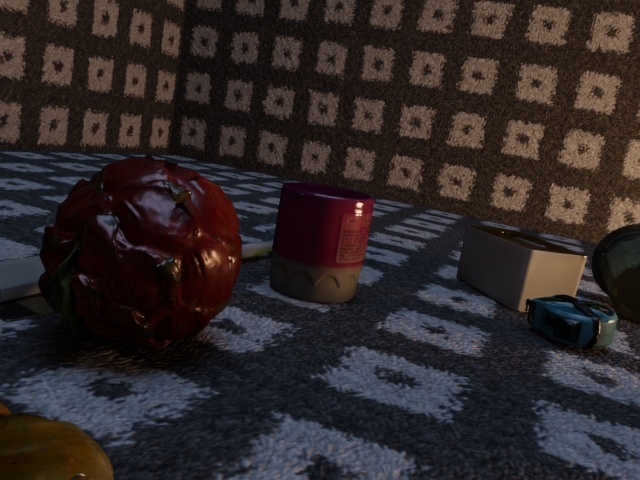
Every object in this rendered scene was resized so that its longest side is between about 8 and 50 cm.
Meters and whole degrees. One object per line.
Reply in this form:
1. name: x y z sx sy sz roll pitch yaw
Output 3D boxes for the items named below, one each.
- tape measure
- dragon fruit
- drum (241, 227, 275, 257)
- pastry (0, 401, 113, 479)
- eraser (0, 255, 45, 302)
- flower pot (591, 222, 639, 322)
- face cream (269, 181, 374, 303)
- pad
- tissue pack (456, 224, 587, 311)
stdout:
1. tape measure: 0.463 0.144 1.034 0.125 0.080 0.146 3 13 -17
2. dragon fruit: -0.219 0.005 0.727 0.245 0.244 0.299 8 29 -8
3. drum: -0.124 0.006 1.292 0.130 0.049 0.253 21 15 42
4. pastry: -0.226 0.154 0.284 0.236 0.120 0.257 15 12 26
5. eraser: -0.438 0.053 0.836 0.104 0.023 0.150 14 12 21
6. flower pot: 0.747 0.084 1.314 0.212 0.212 0.202 13 20 17
7. face cream: 0.000 0.000 1.060 0.175 0.194 0.175 8 12 -2
8. pad: -0.443 0.067 0.836 0.235 0.003 0.158 17 13 32
9. tissue pack: 0.441 0.061 1.290 0.160 0.135 0.246 6 12 -20
